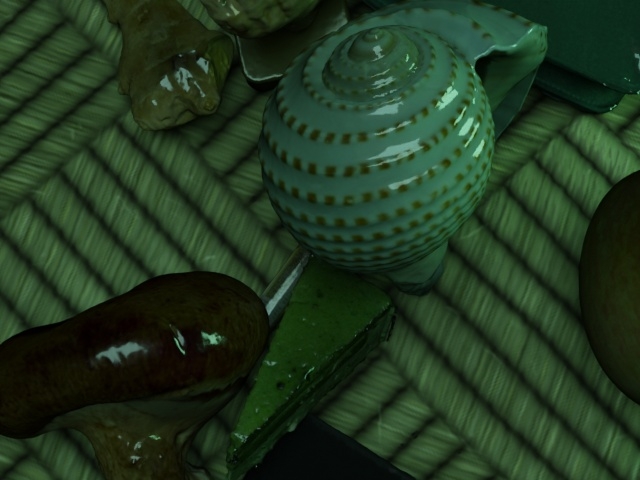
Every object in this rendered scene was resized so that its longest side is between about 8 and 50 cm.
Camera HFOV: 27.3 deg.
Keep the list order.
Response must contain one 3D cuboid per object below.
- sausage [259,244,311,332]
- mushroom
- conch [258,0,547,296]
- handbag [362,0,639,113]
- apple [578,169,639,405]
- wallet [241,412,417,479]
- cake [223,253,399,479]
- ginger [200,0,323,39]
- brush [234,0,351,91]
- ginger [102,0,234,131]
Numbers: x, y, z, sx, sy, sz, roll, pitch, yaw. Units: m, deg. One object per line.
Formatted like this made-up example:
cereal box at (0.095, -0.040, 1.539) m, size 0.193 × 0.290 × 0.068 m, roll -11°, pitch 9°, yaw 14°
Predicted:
sausage at (0.000, 0.000, 1.353) m, size 0.033 × 0.033 × 0.269 m, roll 35°, pitch 82°, yaw 10°
mushroom at (-0.163, 0.133, 1.227) m, size 0.254 × 0.267 × 0.267 m, roll 42°, pitch 83°, yaw 11°
conch at (0.067, -0.097, 1.226) m, size 0.215 × 0.319 × 0.303 m, roll 35°, pitch 62°, yaw 9°
handbag at (0.217, -0.290, 1.332) m, size 0.326 × 0.089 × 0.238 m, roll 22°, pitch 78°, yaw -12°
apple at (0.363, 0.034, 1.215) m, size 0.256 × 0.257 × 0.234 m, roll -11°, pitch 75°, yaw 1°
wallet at (-0.045, 0.379, 1.240) m, size 0.228 × 0.062 × 0.406 m, roll 28°, pitch 79°, yaw 28°
cake at (-0.037, 0.120, 1.258) m, size 0.099 × 0.100 × 0.235 m, roll 38°, pitch 61°, yaw 17°
ginger at (-0.012, -0.331, 1.307) m, size 0.126 × 0.190 × 0.354 m, roll 13°, pitch 60°, yaw 29°
brush at (-0.039, -0.262, 1.399) m, size 0.123 × 0.059 × 0.197 m, roll -12°, pitch 78°, yaw -3°
ginger at (-0.200, -0.230, 1.395) m, size 0.131 × 0.086 × 0.294 m, roll -44°, pitch 71°, yaw 3°
